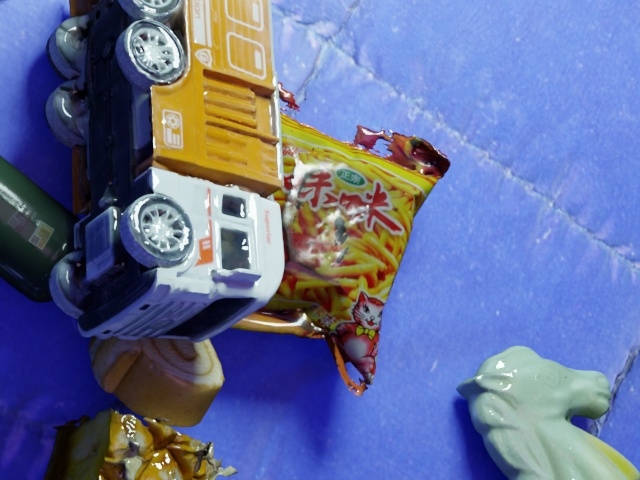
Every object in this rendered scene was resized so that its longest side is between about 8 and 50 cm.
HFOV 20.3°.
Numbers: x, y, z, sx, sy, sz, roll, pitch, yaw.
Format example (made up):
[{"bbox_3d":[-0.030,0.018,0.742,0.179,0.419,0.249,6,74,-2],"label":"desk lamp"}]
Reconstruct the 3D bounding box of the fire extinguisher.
[{"bbox_3d":[-0.313,-0.030,1.763,0.311,0.095,0.114,42,74,-16],"label":"fire extinguisher"}]

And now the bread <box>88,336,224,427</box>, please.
[{"bbox_3d":[-0.169,0.122,1.793,0.122,0.149,0.073,16,117,-31],"label":"bread"}]

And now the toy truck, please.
[{"bbox_3d":[-0.140,-0.091,1.752,0.207,0.173,0.387,12,63,-34],"label":"toy truck"}]

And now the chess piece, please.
[{"bbox_3d":[0.274,0.256,1.995,0.175,0.176,0.298,-17,81,-24],"label":"chess piece"}]

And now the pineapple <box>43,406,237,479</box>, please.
[{"bbox_3d":[-0.191,0.234,1.774,0.186,0.236,0.114,13,78,16],"label":"pineapple"}]

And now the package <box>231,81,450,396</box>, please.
[{"bbox_3d":[-0.006,-0.003,1.898,0.223,0.108,0.288,24,70,-15],"label":"package"}]
